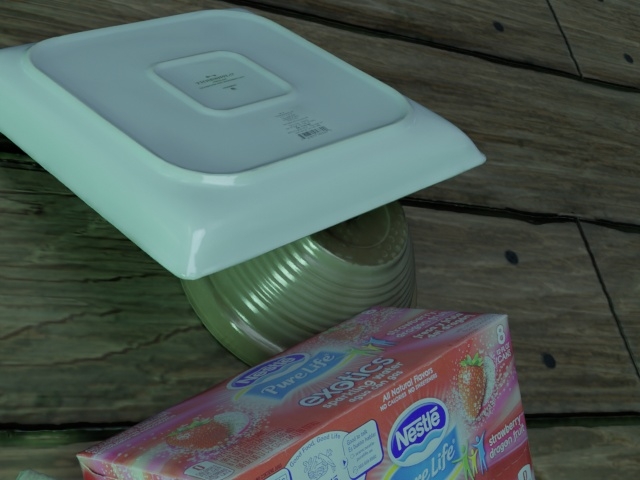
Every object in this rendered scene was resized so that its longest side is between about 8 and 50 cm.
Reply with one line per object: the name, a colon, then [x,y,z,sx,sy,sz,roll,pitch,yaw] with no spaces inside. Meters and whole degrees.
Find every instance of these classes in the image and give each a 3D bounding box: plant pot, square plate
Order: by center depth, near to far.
square plate: [-0.084,-0.119,0.837,0.347,0.049,0.344,-23,45,-40]
plant pot: [0.000,0.000,0.861,0.237,0.109,0.237,18,49,-21]

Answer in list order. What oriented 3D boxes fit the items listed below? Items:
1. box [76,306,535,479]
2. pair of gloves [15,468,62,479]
box: [0.005,0.162,0.675,0.300,0.142,0.154,-23,106,-43]
pair of gloves: [-0.254,0.213,0.573,0.240,0.042,0.204,21,41,-17]
